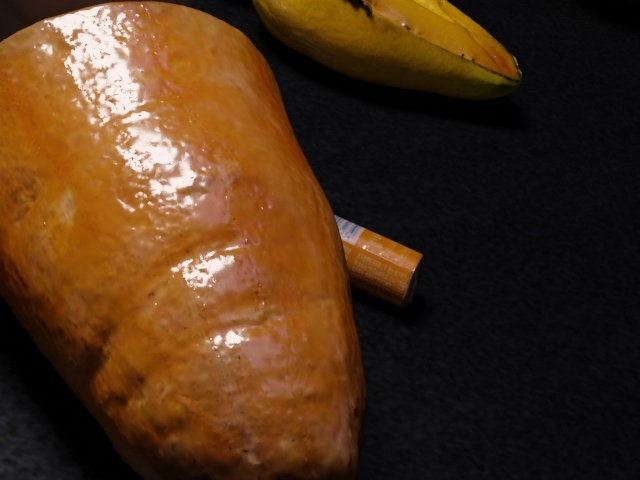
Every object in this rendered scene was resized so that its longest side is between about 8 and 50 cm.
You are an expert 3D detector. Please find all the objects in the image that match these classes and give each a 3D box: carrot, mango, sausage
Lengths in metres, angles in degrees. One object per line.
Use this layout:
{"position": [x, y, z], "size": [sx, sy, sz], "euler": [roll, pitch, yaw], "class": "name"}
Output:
{"position": [-0.058, 0.031, 0.786], "size": [0.159, 0.159, 0.225], "euler": [-3, 49, -28], "class": "carrot"}
{"position": [0.034, -0.131, 1.122], "size": [0.187, 0.066, 0.101], "euler": [24, 25, 1], "class": "mango"}
{"position": [0.000, 0.000, 0.941], "size": [0.107, 0.031, 0.031], "euler": [24, 34, 12], "class": "sausage"}

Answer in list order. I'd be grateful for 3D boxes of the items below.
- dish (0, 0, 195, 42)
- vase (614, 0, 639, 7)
{"position": [-0.190, -0.184, 0.977], "size": [0.117, 0.256, 0.256], "euler": [-46, 60, -10], "class": "dish"}
{"position": [0.145, -0.308, 1.351], "size": [0.173, 0.173, 0.321], "euler": [-18, 42, -42], "class": "vase"}
